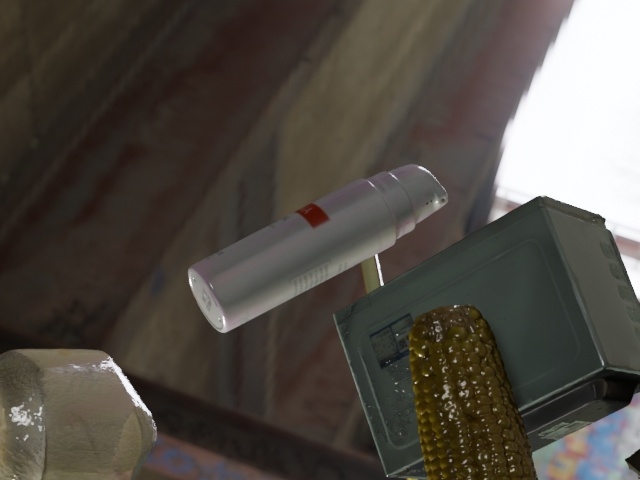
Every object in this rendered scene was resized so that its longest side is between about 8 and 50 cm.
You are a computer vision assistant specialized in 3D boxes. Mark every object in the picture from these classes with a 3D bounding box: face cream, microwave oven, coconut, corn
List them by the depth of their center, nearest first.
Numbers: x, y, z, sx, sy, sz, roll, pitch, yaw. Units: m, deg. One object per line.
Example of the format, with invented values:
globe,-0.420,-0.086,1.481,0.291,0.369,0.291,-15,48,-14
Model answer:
corn,0.161,0.223,1.755,0.119,0.119,0.322,59,-160,-72
microwave oven,0.201,0.118,1.926,0.181,0.295,0.237,14,-129,-54
coconut,-0.313,0.236,2.114,0.234,0.224,0.224,6,-76,-42
face cream,0.000,0.000,2.224,0.345,0.102,0.102,-28,-32,-20

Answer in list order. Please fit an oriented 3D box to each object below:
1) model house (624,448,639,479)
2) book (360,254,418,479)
model house,0.430,0.304,1.941,0.243,0.204,0.211,-8,-52,-45
book,0.095,0.158,2.488,0.374,0.028,0.262,76,-176,-57
